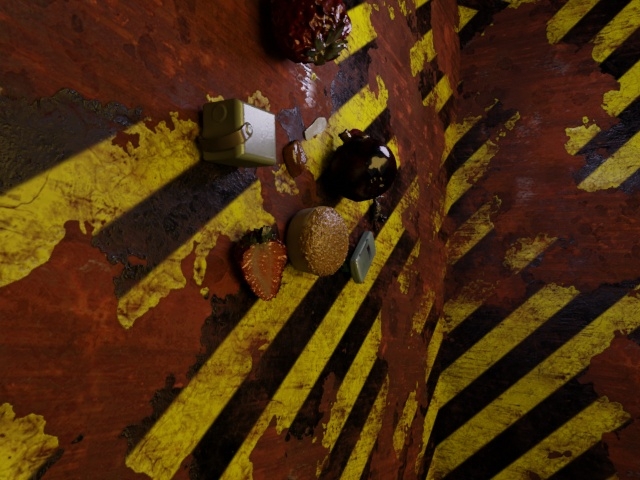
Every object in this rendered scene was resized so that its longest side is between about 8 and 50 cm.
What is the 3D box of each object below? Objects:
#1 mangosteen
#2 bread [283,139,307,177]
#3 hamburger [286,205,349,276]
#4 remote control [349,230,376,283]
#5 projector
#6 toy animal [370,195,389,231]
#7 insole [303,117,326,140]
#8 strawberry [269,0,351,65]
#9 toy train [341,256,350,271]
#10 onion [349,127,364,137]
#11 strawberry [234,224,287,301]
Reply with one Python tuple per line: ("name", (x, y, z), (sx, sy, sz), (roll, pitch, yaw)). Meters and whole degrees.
("mangosteen", (0.173, -0.312, 2.102), (0.297, 0.293, 0.297), (-19, 125, -30))
("bread", (-0.090, -0.321, 1.875), (0.129, 0.044, 0.126), (63, 39, -32))
("hamburger", (0.000, 0.000, 1.890), (0.294, 0.179, 0.276), (-29, 115, -56))
("remote control", (0.203, 0.082, 2.316), (0.296, 0.056, 0.140), (-58, 137, -53))
("projector", (-0.252, -0.324, 1.492), (0.242, 0.163, 0.177), (-5, 93, -61))
("toy animal", (0.287, -0.155, 2.476), (0.105, 0.070, 0.202), (-28, 119, -35))
("insole", (-0.020, -0.467, 2.020), (0.192, 0.010, 0.063), (-50, 132, -47))
("strawberry", (-0.068, -0.813, 1.744), (0.317, 0.295, 0.345), (-29, 82, -37))
("toy train", (0.081, 0.055, 2.149), (0.044, 0.042, 0.209), (-76, 150, -44))
("onion", (0.173, -0.472, 2.261), (0.107, 0.097, 0.107), (21, 59, -39))
("strawberry", (-0.208, 0.065, 1.631), (0.188, 0.106, 0.286), (-21, 124, -33))
